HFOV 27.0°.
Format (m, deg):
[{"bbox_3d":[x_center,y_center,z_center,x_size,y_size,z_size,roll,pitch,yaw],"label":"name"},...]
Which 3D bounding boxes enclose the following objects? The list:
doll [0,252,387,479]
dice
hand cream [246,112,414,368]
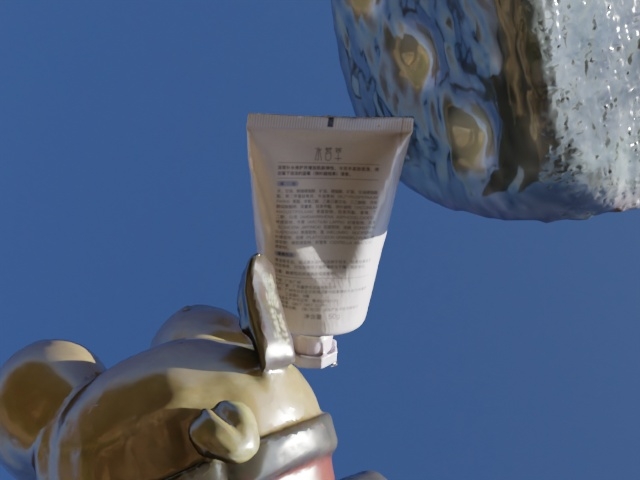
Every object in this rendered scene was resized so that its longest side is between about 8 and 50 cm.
[{"bbox_3d":[-0.038,0.184,0.636,0.174,0.235,0.330,-28,-101,60],"label":"doll"},{"bbox_3d":[0.123,-0.123,0.730,0.182,0.181,0.183,18,-55,55],"label":"dice"},{"bbox_3d":[0.000,0.000,0.691,0.084,0.053,0.142,0,-66,-10],"label":"hand cream"}]
